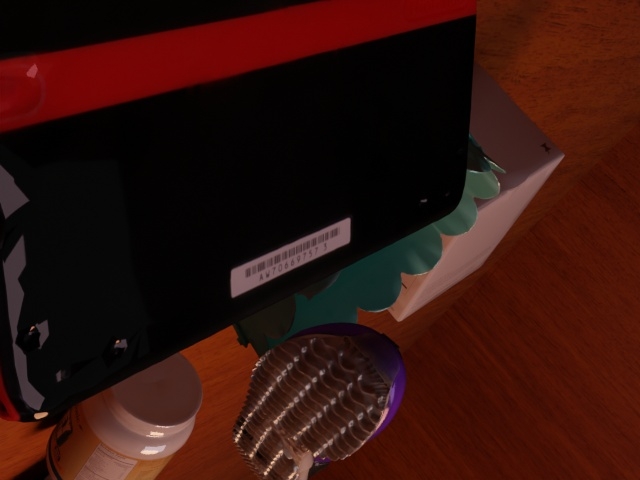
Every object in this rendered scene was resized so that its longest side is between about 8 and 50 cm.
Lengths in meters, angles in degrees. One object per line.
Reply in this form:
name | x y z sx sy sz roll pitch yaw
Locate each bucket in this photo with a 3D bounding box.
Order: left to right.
bucket | 0.005 -0.036 0.822 0.281 0.183 0.281 -38 165 -12

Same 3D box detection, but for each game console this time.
game console | -0.034 -0.125 0.490 0.386 0.060 0.342 -25 124 -43

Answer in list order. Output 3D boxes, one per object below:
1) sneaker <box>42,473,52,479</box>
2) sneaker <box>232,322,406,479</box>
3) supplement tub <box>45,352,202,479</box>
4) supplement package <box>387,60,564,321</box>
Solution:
sneaker | -0.363 0.361 1.372 0.152 0.061 0.054 -23 159 -43
sneaker | 0.019 0.118 0.775 0.146 0.102 0.293 -35 169 -30
supplement tub | -0.244 0.230 1.134 0.144 0.144 0.200 -21 155 -50
supplement package | 0.151 -0.058 1.205 0.177 0.175 0.293 -30 162 -27
